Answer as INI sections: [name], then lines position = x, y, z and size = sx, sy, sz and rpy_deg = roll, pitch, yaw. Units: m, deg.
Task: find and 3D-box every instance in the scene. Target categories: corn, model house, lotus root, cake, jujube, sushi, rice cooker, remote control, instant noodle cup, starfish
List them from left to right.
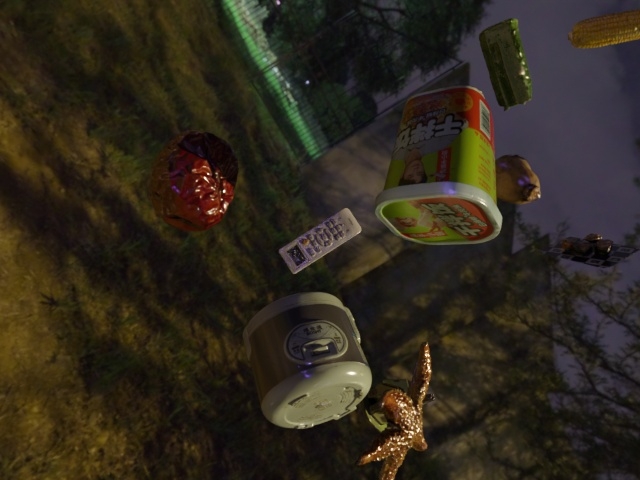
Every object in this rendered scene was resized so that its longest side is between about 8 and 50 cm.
[jujube]
position = -0.317, -0.146, 1.180
size = 0.213, 0.213, 0.232
rpy_deg = 54, 44, -59
[rice cooker]
position = -0.032, 0.282, 1.164
size = 0.288, 0.288, 0.277
rpy_deg = 55, 11, -50
[remote control]
position = 0.000, 0.000, 1.803
size = 0.109, 0.313, 0.055
rpy_deg = 57, -5, 2
[model house]
position = 0.325, 0.630, 1.941
size = 0.205, 0.279, 0.218
rpy_deg = 51, 19, -33
[starfish]
position = 0.119, 0.262, 0.684
size = 0.043, 0.240, 0.227
rpy_deg = 13, -9, 30
[instant noodle cup]
position = 0.294, -0.180, 1.136
size = 0.294, 0.294, 0.307
rpy_deg = 53, 45, -60
[cake]
position = 0.533, -0.501, 1.350
size = 0.099, 0.100, 0.235
rpy_deg = -48, 119, -49
[lotus root]
position = 0.641, -0.207, 1.592
size = 0.140, 0.154, 0.257
rpy_deg = 16, 22, -17
[sushi]
position = 0.783, 0.013, 1.393
size = 0.210, 0.193, 0.040
rpy_deg = 19, -58, 54
[corn]
position = 0.659, -0.467, 1.043
size = 0.067, 0.206, 0.067
rpy_deg = 0, 90, -65
